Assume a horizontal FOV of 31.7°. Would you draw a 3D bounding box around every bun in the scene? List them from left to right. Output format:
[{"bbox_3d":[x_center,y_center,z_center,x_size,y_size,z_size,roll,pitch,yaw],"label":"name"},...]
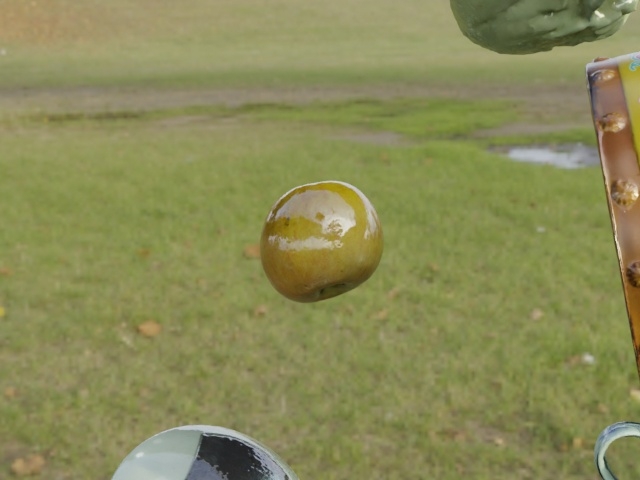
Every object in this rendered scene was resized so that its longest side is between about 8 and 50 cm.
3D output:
[{"bbox_3d":[0.232,-0.255,1.071,0.204,0.212,0.126,5,42,-47],"label":"bun"}]

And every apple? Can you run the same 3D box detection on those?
[{"bbox_3d":[0.000,0.000,1.609,0.183,0.155,0.182,-16,-14,-4],"label":"apple"}]

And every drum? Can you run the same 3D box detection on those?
[{"bbox_3d":[0.442,-0.027,1.298,0.214,0.431,0.431,-10,8,15],"label":"drum"}]

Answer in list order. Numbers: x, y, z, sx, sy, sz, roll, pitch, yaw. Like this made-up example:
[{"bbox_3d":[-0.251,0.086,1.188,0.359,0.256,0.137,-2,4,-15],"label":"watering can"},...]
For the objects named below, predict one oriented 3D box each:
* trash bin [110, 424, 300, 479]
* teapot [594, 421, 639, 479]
[{"bbox_3d":[-0.185,0.441,1.517,0.280,0.280,0.432,-7,-31,-29],"label":"trash bin"},{"bbox_3d":[0.343,0.166,0.924,0.232,0.158,0.159,-19,5,17],"label":"teapot"}]
